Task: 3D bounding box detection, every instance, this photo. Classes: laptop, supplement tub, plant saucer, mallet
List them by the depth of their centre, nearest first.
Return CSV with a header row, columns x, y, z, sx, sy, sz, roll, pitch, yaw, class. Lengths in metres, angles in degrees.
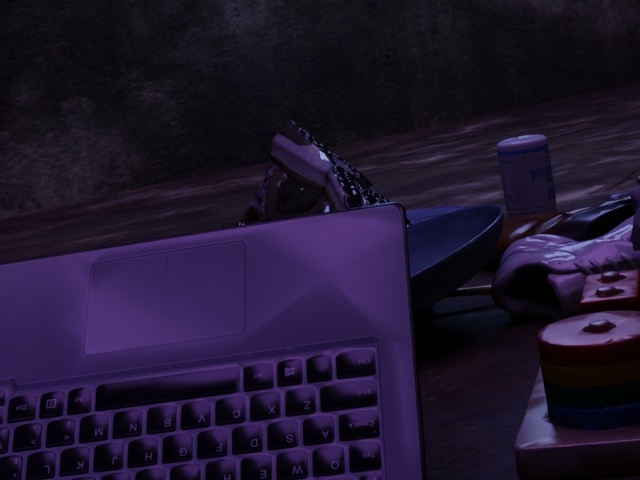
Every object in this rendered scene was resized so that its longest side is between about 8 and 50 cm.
x,y,z,sx,sy,sz,roll,pitch,yaw,class
-0.142,0.111,0.823,0.382,0.407,0.236,-8,-35,9,laptop
0.043,0.049,1.401,0.318,0.043,0.317,-25,8,4,plant saucer
0.175,0.049,1.479,0.190,0.039,0.062,-6,12,0,mallet
0.283,-0.088,1.930,0.071,0.107,0.071,-11,10,2,supplement tub

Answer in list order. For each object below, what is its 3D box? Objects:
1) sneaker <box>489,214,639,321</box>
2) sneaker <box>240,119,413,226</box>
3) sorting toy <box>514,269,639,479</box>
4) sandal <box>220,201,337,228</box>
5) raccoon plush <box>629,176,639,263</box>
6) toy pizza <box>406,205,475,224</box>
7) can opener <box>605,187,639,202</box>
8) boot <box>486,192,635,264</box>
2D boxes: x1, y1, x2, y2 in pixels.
x,y,z,sx,sy,sz,roll,pitch,yaw,class
0.268,0.037,1.338,0.232,0.090,0.115,-15,13,30,sneaker
0.000,0.000,1.752,0.182,0.158,0.410,-52,24,7,sneaker
0.278,0.079,1.023,0.257,0.089,0.255,-7,10,16,sorting toy
-0.100,0.029,1.517,0.303,0.086,0.120,-32,0,-30,sandal
0.461,-0.039,0.942,0.447,0.216,0.299,17,15,20,raccoon plush
0.125,-0.009,1.866,0.201,0.032,0.201,-10,11,2,toy pizza
0.482,-0.075,1.729,0.280,0.093,0.074,-17,12,-13,can opener
0.330,-0.011,1.604,0.264,0.096,0.280,-22,6,-21,boot
